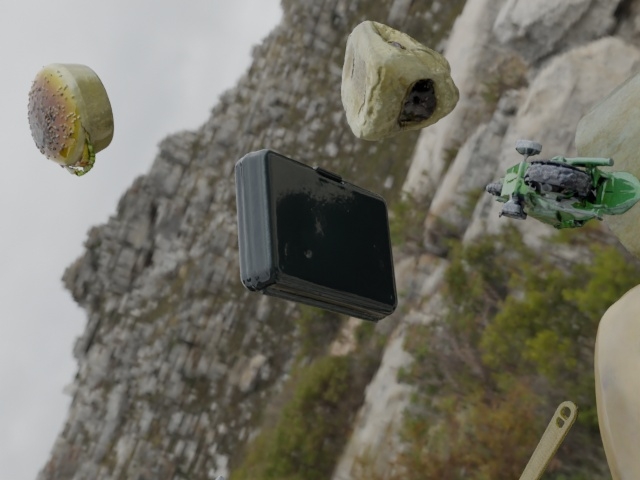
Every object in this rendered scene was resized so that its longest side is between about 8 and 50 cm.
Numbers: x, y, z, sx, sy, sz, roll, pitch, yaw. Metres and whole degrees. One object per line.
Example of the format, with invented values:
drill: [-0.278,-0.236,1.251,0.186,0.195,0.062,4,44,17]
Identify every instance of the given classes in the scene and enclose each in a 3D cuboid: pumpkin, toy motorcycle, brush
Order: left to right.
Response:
brush: [0.261,0.293,1.200,0.218,0.010,0.082,-64,26,10]
toy motorcycle: [0.221,-0.044,0.900,0.190,0.106,0.074,154,130,-85]
pumpkin: [0.510,-0.103,1.225,0.199,0.332,0.332,-49,17,50]

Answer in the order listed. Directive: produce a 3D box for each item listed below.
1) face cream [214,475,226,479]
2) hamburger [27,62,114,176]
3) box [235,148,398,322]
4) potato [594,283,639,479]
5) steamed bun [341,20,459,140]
face cream: [-0.053,0.498,1.116,0.235,0.420,0.137,-39,-12,-32]
hamburger: [-0.316,-0.152,1.209,0.081,0.126,0.141,-24,-50,-35]
box: [0.000,0.000,1.082,0.050,0.230,0.160,-20,65,36]
potato: [0.176,0.122,0.324,0.128,0.235,0.161,-36,23,-10]
steamed bun: [0.121,-0.228,1.397,0.172,0.155,0.141,-106,24,-50]
